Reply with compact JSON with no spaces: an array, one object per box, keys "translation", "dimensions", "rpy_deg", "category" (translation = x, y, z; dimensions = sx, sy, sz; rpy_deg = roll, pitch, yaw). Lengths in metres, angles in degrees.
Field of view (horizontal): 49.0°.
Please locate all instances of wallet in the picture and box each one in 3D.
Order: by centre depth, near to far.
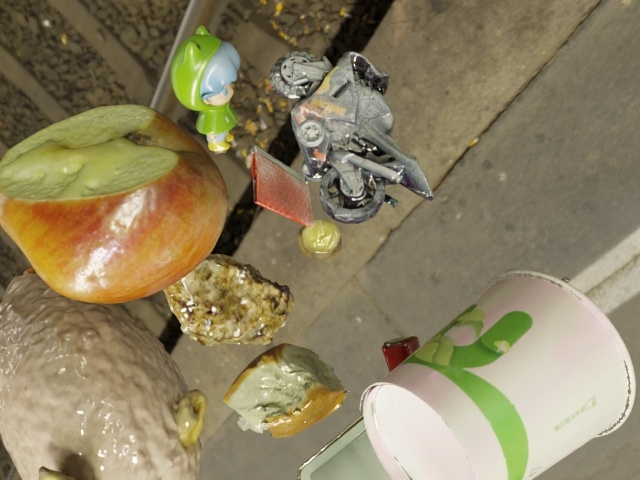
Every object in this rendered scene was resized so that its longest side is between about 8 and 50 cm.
[{"translation":[-0.068,-0.092,1.272],"dimensions":[0.020,0.196,0.103],"rpy_deg":[-15,72,23],"category":"wallet"}]

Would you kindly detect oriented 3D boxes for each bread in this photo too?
[{"translation":[-0.105,0.418,1.923],"dimensions":[0.279,0.250,0.225],"rpy_deg":[-42,64,13],"category":"bread"}]

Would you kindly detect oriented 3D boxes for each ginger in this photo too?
[{"translation":[0.000,0.000,1.825],"dimensions":[0.263,0.109,0.117],"rpy_deg":[135,111,-84],"category":"ginger"}]

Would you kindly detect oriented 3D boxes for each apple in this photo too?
[{"translation":[-0.171,-0.031,0.605],"dimensions":[0.195,0.173,0.160],"rpy_deg":[51,173,45],"category":"apple"}]

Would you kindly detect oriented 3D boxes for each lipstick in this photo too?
[{"translation":[0.189,0.311,1.390],"dimensions":[0.080,0.080,0.241],"rpy_deg":[-16,89,43],"category":"lipstick"}]

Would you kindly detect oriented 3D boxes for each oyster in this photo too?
[{"translation":[-0.204,0.114,1.448],"dimensions":[0.110,0.205,0.396],"rpy_deg":[-22,145,40],"category":"oyster"}]

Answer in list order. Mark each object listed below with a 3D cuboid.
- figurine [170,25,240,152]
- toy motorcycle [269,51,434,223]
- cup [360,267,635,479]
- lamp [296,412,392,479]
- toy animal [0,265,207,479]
[{"translation":[-0.239,-0.318,1.510],"dimensions":[0.143,0.162,0.264],"rpy_deg":[3,128,13],"category":"figurine"},{"translation":[0.042,-0.166,1.013],"dimensions":[0.108,0.173,0.307],"rpy_deg":[88,161,-66],"category":"toy motorcycle"},{"translation":[0.212,0.201,0.887],"dimensions":[0.253,0.273,0.253],"rpy_deg":[37,141,38],"category":"cup"},{"translation":[0.127,0.435,1.227],"dimensions":[0.266,0.047,0.269],"rpy_deg":[-40,72,6],"category":"lamp"},{"translation":[-0.233,0.176,0.734],"dimensions":[0.359,0.188,0.226],"rpy_deg":[57,144,9],"category":"toy animal"}]
